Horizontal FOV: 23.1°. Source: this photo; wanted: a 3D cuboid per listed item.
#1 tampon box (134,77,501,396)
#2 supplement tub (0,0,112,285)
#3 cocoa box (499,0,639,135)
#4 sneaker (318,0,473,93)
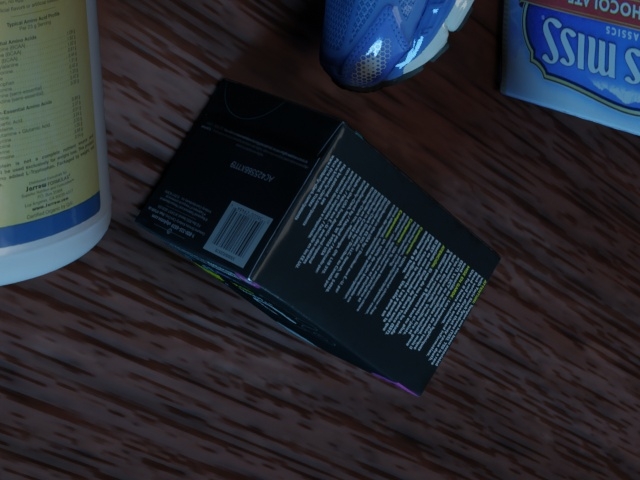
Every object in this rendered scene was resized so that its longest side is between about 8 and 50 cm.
[{"bbox_3d":[0.000,0.000,0.912,0.161,0.120,0.101,38,80,-41],"label":"tampon box"},{"bbox_3d":[-0.174,-0.091,0.723,0.144,0.144,0.199,-16,115,-34],"label":"supplement tub"},{"bbox_3d":[0.305,-0.174,0.944,0.231,0.347,0.228,-14,115,-34],"label":"cocoa box"},{"bbox_3d":[0.016,-0.245,0.854,0.147,0.130,0.330,-4,106,-23],"label":"sneaker"}]
